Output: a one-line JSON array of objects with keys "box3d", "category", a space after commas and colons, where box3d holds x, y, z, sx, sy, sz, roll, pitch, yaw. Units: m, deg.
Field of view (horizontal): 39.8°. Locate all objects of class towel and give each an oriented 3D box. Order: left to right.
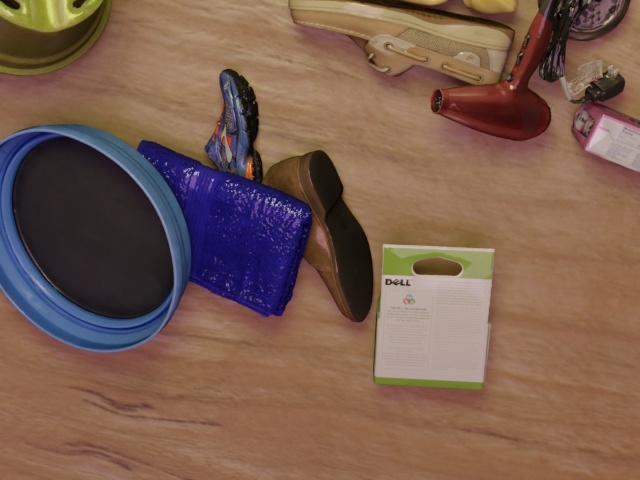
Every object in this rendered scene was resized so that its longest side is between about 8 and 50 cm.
[{"box3d": [-0.179, -0.010, 1.425, 0.308, 0.076, 0.227, 20, 124, 8], "category": "towel"}]

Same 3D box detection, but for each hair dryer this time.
[{"box3d": [0.294, -0.252, 1.298, 0.294, 0.080, 0.223, -29, 122, -1], "category": "hair dryer"}]

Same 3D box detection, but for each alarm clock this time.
[{"box3d": [0.385, -0.347, 1.320, 0.129, 0.064, 0.192, 23, 114, -6], "category": "alarm clock"}]

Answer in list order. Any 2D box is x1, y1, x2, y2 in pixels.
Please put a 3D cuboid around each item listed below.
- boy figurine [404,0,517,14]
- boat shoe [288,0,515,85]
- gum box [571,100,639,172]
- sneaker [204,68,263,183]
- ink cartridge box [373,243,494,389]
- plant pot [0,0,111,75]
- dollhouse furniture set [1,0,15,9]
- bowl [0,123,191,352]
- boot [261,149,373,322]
[{"box3d": [0.169, -0.425, 1.284, 0.285, 0.092, 0.177, 26, 110, -8], "category": "boy figurine"}, {"box3d": [0.115, -0.297, 1.319, 0.341, 0.121, 0.110, 11, 113, -3], "category": "boat shoe"}, {"box3d": [0.484, -0.150, 1.364, 0.188, 0.107, 0.062, 21, 111, -5], "category": "gum box"}, {"box3d": [-0.146, -0.163, 1.411, 0.087, 0.083, 0.221, 0, 109, 9], "category": "sneaker"}, {"box3d": [0.189, 0.115, 1.491, 0.189, 0.097, 0.255, 3, 110, 3], "category": "ink cartridge box"}, {"box3d": [-0.396, -0.365, 1.197, 0.276, 0.254, 0.276, -4, 100, -24], "category": "plant pot"}, {"box3d": [-0.584, -0.310, 1.390, 0.161, 0.101, 0.181, 28, 113, 19], "category": "dollhouse furniture set"}, {"box3d": [-0.382, -0.005, 1.426, 0.391, 0.077, 0.391, 10, 118, 20], "category": "bowl"}, {"box3d": [0.000, 0.000, 1.470, 0.115, 0.112, 0.305, -10, 111, 32], "category": "boot"}]
